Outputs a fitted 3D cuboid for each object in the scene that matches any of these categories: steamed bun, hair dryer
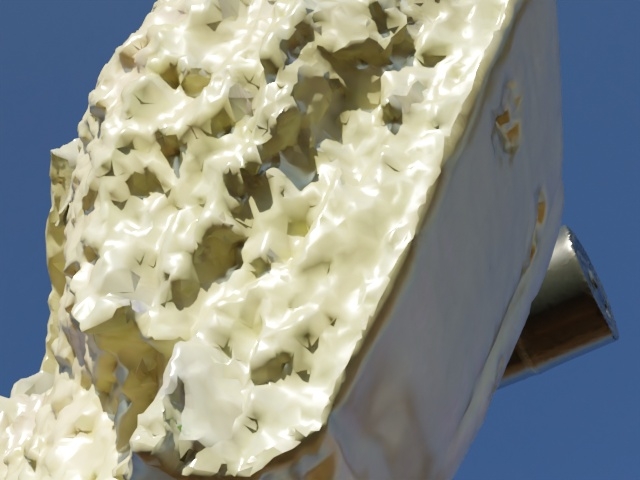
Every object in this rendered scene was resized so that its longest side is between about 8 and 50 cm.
[{"bbox_3d":[-0.026,0.006,0.413,0.170,0.225,0.200,13,-42,19],"label":"steamed bun"},{"bbox_3d":[0.078,-0.019,0.756,0.124,0.071,0.219,-22,-109,14],"label":"hair dryer"}]
